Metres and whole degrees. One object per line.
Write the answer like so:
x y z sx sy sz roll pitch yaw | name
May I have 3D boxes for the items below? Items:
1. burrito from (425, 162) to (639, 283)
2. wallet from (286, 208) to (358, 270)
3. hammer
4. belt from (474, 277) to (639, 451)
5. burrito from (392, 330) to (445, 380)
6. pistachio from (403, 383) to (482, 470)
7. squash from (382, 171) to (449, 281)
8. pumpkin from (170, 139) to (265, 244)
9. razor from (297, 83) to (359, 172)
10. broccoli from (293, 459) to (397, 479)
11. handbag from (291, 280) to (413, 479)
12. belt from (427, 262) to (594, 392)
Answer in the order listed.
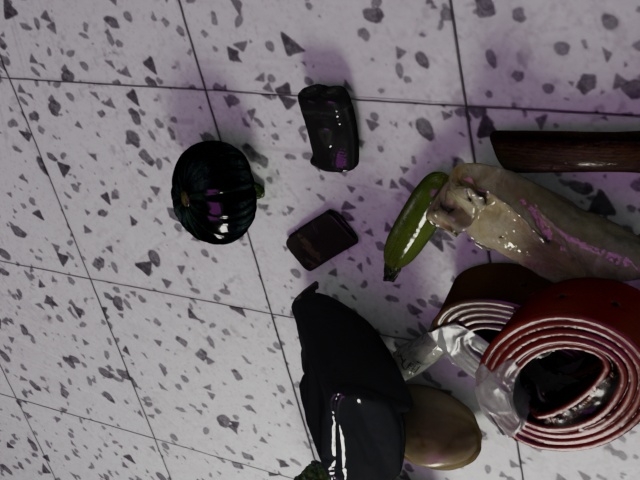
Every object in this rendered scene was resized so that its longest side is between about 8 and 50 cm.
0.329 -0.013 1.567 0.348 0.107 0.175 22 162 10 | burrito
0.000 0.000 1.910 0.082 0.018 0.157 50 138 -9 | wallet
0.419 -0.116 1.454 0.409 0.095 0.242 2 125 38 | hammer
0.364 0.186 1.558 0.227 0.115 0.324 51 135 -1 | belt
0.193 0.198 1.901 0.064 0.064 0.203 47 138 -5 | burrito
0.202 0.350 1.966 0.238 0.153 0.137 29 133 54 | pistachio
0.156 -0.027 1.736 0.066 0.066 0.252 35 137 7 | squash
-0.191 -0.087 1.882 0.194 0.150 0.194 14 120 25 | pumpkin
0.018 -0.182 1.718 0.090 0.054 0.148 10 130 30 | razor
0.103 0.594 2.152 0.249 0.302 0.375 -33 98 8 | broccoli
0.060 0.250 1.900 0.178 0.302 0.275 -8 128 -12 | handbag
0.350 0.161 1.714 0.339 0.122 0.217 22 132 19 | belt
